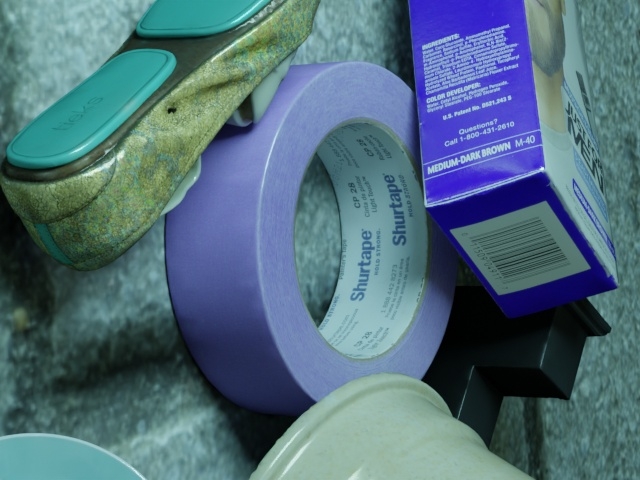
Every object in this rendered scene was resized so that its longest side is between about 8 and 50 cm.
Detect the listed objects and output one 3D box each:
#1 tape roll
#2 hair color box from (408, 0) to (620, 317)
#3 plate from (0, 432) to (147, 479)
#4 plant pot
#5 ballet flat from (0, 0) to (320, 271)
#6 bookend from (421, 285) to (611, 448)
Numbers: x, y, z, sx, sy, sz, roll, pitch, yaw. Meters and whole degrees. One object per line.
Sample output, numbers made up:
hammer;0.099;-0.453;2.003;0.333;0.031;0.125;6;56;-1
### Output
tape roll;0.000;0.000;1.524;0.275;0.090;0.274;2;88;-55
hair color box;0.154;-0.130;1.623;0.185;0.110;0.338;50;29;-49
plate;-0.178;0.210;1.230;0.024;0.188;0.188;107;8;-57
plant pot;0.123;0.302;1.434;0.334;0.305;0.333;-29;129;-44
ballet flat;-0.092;-0.105;1.378;0.348;0.123;0.123;-50;128;-37
bookend;0.146;0.122;1.669;0.072;0.157;0.156;45;54;-44
